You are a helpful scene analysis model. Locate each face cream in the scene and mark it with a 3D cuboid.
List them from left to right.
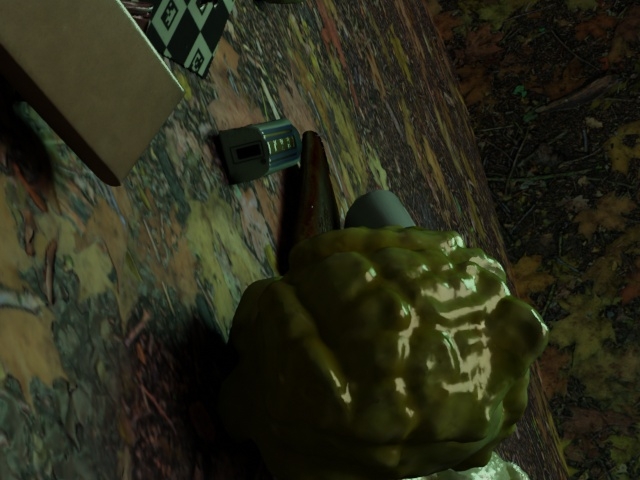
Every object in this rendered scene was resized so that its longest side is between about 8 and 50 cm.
[{"bbox_3d":[0.107,0.063,1.248,0.107,0.073,0.269,75,-10,-48],"label":"face cream"}]

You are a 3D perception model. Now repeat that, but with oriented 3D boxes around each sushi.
[{"bbox_3d":[-0.131,-0.259,0.974,0.279,0.043,0.193,19,91,-73],"label":"sushi"}]

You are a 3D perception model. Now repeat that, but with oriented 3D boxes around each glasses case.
[{"bbox_3d":[-0.153,-0.129,0.672,0.102,0.070,0.193,-58,147,-16],"label":"glasses case"}]

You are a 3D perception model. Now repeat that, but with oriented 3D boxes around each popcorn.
[{"bbox_3d":[0.048,0.094,0.855,0.256,0.255,0.195,21,49,-64],"label":"popcorn"}]

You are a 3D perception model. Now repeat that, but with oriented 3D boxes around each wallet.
[{"bbox_3d":[0.000,0.000,1.246,0.255,0.031,0.137,-86,157,-54],"label":"wallet"}]

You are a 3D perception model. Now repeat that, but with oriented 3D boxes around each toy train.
[{"bbox_3d":[-0.045,-0.098,1.176,0.252,0.048,0.055,-40,112,-76],"label":"toy train"}]

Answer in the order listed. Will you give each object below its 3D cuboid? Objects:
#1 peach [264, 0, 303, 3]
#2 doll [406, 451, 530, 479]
[{"bbox_3d":[-0.046,-0.325,1.420,0.083,0.083,0.083,-20,90,-77],"label":"peach"},{"bbox_3d":[0.066,0.198,1.100,0.278,0.175,0.149,55,-19,-23],"label":"doll"}]
